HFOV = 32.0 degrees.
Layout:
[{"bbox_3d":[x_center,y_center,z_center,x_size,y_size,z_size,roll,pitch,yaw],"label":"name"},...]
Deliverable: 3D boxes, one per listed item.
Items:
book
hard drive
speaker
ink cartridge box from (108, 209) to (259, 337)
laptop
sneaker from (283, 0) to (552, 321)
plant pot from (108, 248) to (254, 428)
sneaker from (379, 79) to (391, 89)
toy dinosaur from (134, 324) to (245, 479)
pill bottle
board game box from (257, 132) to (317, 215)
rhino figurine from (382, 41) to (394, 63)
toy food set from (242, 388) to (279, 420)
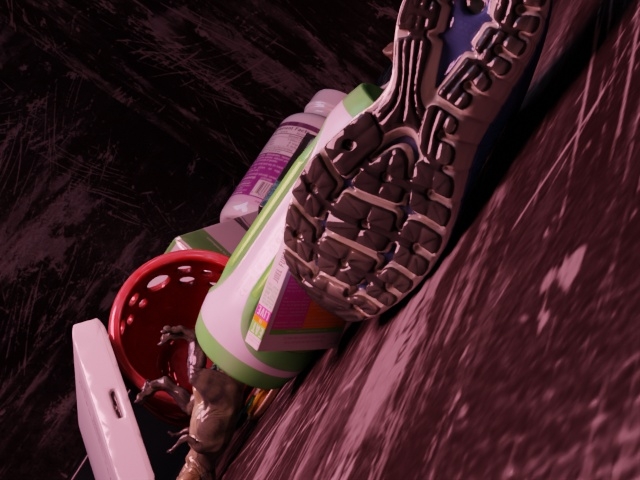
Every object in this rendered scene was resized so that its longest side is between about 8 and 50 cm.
[{"bbox_3d":[-0.003,0.027,0.965,0.096,0.035,0.144,0,-62,-48],"label":"book"},{"bbox_3d":[-0.245,0.244,1.313,0.040,0.203,0.307,-16,-23,-17],"label":"hard drive"},{"bbox_3d":[0.000,0.000,1.072,0.296,0.131,0.131,-54,5,18],"label":"speaker"},{"bbox_3d":[-0.145,0.081,1.610,0.211,0.121,0.289,-54,-13,24],"label":"ink cartridge box"},{"bbox_3d":[-0.268,0.390,1.860,0.382,0.236,0.408,-60,-22,-49],"label":"laptop"},{"bbox_3d":[0.090,-0.079,0.870,0.330,0.129,0.147,-59,-18,18],"label":"sneaker"},{"bbox_3d":[-0.152,0.130,1.339,0.191,0.191,0.174,-58,-9,-26],"label":"plant pot"},{"bbox_3d":[0.066,-0.147,1.633,0.118,0.110,0.292,-38,17,48],"label":"sneaker"},{"bbox_3d":[-0.127,0.153,1.191,0.064,0.118,0.268,39,-105,-84],"label":"toy dinosaur"},{"bbox_3d":[-0.029,-0.109,1.911,0.301,0.169,0.169,-57,4,-25],"label":"pill bottle"},{"bbox_3d":[0.000,-0.081,1.677,0.026,0.126,0.186,98,-163,-46],"label":"board game box"},{"bbox_3d":[0.162,-0.269,1.477,0.073,0.106,0.243,-10,33,34],"label":"rhino figurine"},{"bbox_3d":[-0.059,0.161,1.227,0.083,0.020,0.082,-56,4,-5],"label":"toy food set"}]
